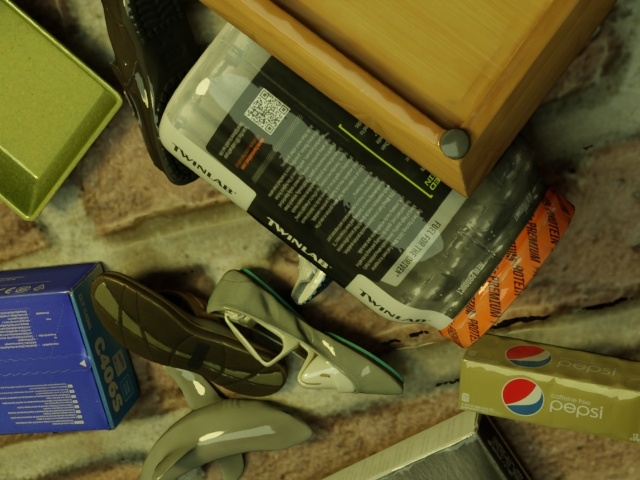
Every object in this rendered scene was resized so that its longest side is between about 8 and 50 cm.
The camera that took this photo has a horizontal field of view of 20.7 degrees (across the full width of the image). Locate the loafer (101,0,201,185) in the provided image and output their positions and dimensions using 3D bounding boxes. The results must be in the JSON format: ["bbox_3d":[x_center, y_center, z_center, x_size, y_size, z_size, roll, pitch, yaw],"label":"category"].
[{"bbox_3d":[-0.153,-0.159,1.662,0.078,0.080,0.220,18,127,50],"label":"loafer"}]

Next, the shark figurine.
[{"bbox_3d":[-0.152,0.249,1.830,0.166,0.116,0.278,38,119,1],"label":"shark figurine"}]

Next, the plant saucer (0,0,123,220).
[{"bbox_3d":[-0.304,-0.144,1.731,0.188,0.045,0.188,41,121,-2],"label":"plant saucer"}]

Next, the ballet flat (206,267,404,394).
[{"bbox_3d":[-0.019,0.109,1.731,0.213,0.068,0.072,34,164,6],"label":"ballet flat"}]

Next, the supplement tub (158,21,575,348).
[{"bbox_3d":[0.044,-0.069,1.546,0.338,0.207,0.207,38,121,0],"label":"supplement tub"}]

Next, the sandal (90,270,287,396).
[{"bbox_3d":[-0.131,0.087,1.775,0.219,0.060,0.090,23,135,-8],"label":"sandal"}]

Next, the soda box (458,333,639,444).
[{"bbox_3d":[0.226,0.140,1.665,0.181,0.061,0.058,9,117,16],"label":"soda box"}]

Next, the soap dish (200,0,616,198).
[{"bbox_3d":[0.068,-0.206,1.376,0.291,0.118,0.229,36,98,0],"label":"soap dish"}]

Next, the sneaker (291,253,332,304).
[{"bbox_3d":[0.000,0.000,1.694,0.058,0.052,0.135,34,114,13],"label":"sneaker"}]

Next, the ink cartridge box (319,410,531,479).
[{"bbox_3d":[0.114,0.357,1.795,0.307,0.072,0.304,-30,105,22],"label":"ink cartridge box"}]

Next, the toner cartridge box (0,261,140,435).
[{"bbox_3d":[-0.378,0.123,1.871,0.347,0.075,0.165,-5,114,22],"label":"toner cartridge box"}]
